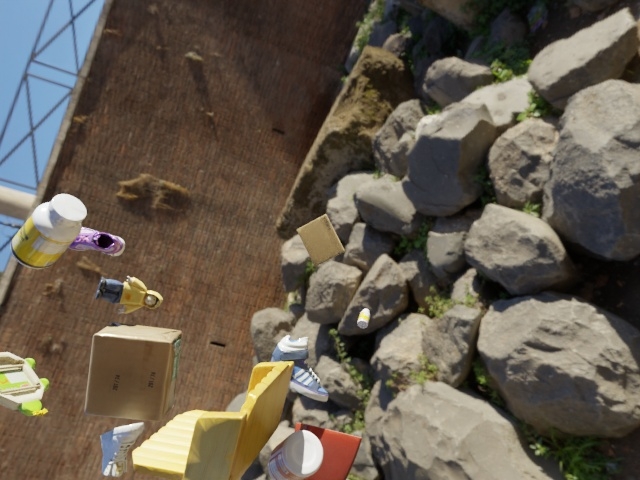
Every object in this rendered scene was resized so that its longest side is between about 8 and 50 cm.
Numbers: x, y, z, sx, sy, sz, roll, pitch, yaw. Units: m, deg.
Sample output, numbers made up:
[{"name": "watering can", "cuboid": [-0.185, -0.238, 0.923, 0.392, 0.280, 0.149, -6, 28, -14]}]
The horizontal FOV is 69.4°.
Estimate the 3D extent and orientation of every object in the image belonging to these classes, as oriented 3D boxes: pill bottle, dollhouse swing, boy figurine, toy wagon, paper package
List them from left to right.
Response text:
[{"name": "toy wagon", "cuboid": [-1.232, 0.591, 1.863, 0.068, 0.344, 0.267, -46, -16, 2]}, {"name": "pill bottle", "cuboid": [-0.614, -0.022, 1.052, 0.184, 0.103, 0.103, -38, 28, 25]}, {"name": "boy figurine", "cuboid": [-0.862, 0.256, 2.094, 0.092, 0.285, 0.178, 21, 90, 63]}, {"name": "paper package", "cuboid": [-0.717, 0.507, 1.790, 0.168, 0.309, 0.325, -135, 52, -84]}, {"name": "dollhouse swing", "cuboid": [-0.293, 0.462, 1.254, 0.347, 0.304, 0.316, -22, -52, -71]}, {"name": "pill bottle", "cuboid": [-0.082, 0.644, 1.355, 0.216, 0.121, 0.121, 122, 160, -49]}, {"name": "pill bottle", "cuboid": [0.178, 0.315, 1.876, 0.083, 0.043, 0.043, -62, -3, -56]}]

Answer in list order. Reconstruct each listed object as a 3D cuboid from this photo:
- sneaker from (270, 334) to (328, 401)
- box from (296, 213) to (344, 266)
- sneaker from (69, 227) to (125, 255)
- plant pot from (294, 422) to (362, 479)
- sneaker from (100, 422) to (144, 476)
[{"name": "sneaker", "cuboid": [-0.067, 0.565, 2.095, 0.237, 0.322, 0.130, -65, 13, -16]}, {"name": "box", "cuboid": [0.000, 0.000, 2.206, 0.201, 0.164, 0.021, 63, -170, 4]}, {"name": "sneaker", "cuboid": [-0.903, -0.002, 1.828, 0.104, 0.236, 0.095, 148, 131, -74]}, {"name": "plant pot", "cuboid": [0.008, 0.994, 2.128, 0.267, 0.267, 0.236, 127, 159, -65]}, {"name": "sneaker", "cuboid": [-0.743, 0.793, 1.743, 0.292, 0.108, 0.169, -36, 57, 39]}]
